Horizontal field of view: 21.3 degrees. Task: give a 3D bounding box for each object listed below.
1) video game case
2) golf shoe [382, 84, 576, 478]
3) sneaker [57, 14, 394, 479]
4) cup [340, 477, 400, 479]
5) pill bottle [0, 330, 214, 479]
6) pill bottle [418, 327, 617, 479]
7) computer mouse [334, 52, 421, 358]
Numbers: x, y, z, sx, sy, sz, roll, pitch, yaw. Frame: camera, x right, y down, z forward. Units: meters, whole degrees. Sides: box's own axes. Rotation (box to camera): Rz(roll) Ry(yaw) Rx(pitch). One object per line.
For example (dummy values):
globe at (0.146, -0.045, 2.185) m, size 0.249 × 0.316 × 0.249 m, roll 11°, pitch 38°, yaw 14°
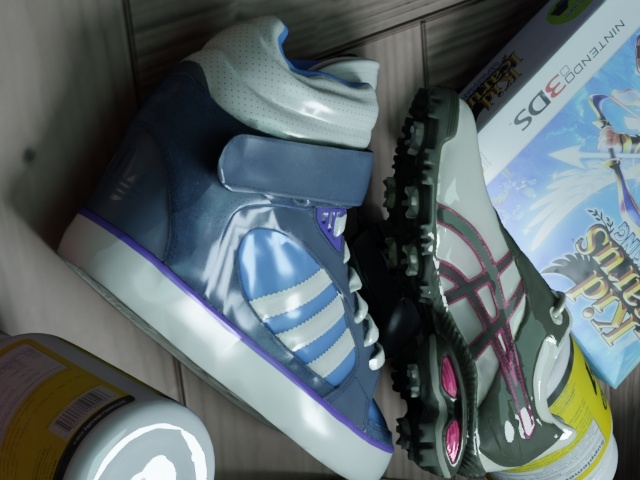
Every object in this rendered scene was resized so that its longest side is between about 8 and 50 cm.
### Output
video game case at (0.230, -0.059, 1.312) m, size 0.244 × 0.061 × 0.269 m, roll -46°, pitch 122°, yaw -6°
golf shoe at (0.107, 0.026, 1.172) m, size 0.120 × 0.105 × 0.273 m, roll -5°, pitch 99°, yaw -8°
sneaker at (-0.001, 0.000, 1.129) m, size 0.236 × 0.130 × 0.323 m, roll -54°, pitch 128°, yaw -9°
cup at (0.109, 0.350, 1.236) m, size 0.331 × 0.331 × 0.237 m, roll 12°, pitch 103°, yaw -44°
pill bottle at (-0.153, 0.114, 0.992) m, size 0.103 × 0.184 × 0.103 m, roll -17°, pitch 116°, yaw -38°
pill bottle at (0.159, 0.129, 1.322) m, size 0.119 × 0.119 × 0.208 m, roll -54°, pitch 144°, yaw -14°
computer mouse at (0.039, -0.018, 1.223) m, size 0.071 × 0.041 × 0.242 m, roll -31°, pitch 123°, yaw -30°
